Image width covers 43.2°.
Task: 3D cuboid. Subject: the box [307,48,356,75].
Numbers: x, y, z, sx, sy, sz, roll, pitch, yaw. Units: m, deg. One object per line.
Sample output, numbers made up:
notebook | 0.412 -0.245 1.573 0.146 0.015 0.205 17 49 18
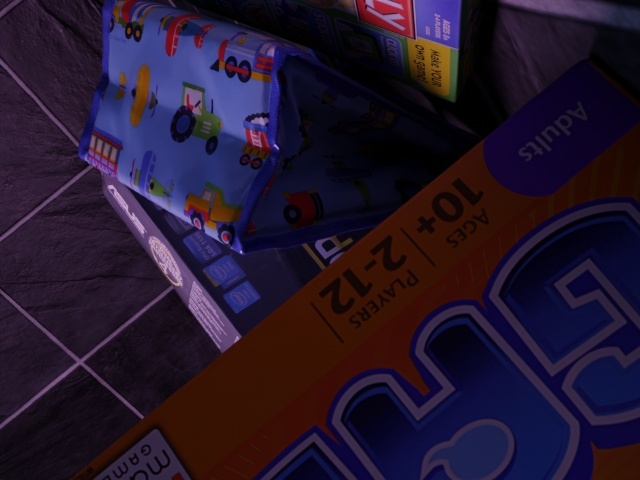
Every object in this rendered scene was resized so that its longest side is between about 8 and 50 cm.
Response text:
box | -0.014 -0.229 0.720 0.169 0.054 0.059 53 177 -36

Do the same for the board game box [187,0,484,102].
board game box | -0.016 -0.187 0.422 0.214 0.046 0.317 24 172 13

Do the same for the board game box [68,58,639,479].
board game box | 0.143 0.189 0.516 0.356 0.357 0.356 50 179 21

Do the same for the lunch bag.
lunch bag | -0.003 -0.087 0.653 0.293 0.138 0.221 0 -160 -45

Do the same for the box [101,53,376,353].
box | 0.000 0.000 0.890 0.395 0.318 0.097 51 153 15
